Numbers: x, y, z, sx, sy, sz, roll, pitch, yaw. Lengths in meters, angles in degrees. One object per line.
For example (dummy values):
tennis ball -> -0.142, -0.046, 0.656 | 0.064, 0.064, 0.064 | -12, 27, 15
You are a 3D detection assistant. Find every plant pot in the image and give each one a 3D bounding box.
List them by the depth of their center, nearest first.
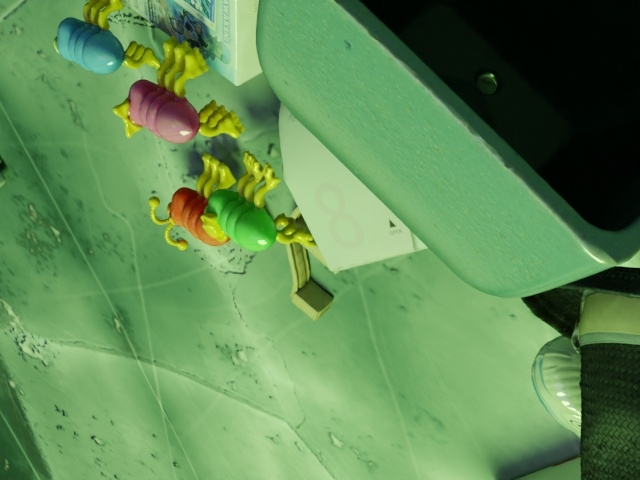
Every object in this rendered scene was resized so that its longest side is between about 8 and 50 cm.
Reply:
plant pot -> 0.111, -0.114, 0.876 | 0.248, 0.247, 0.252 | 45, 159, 2

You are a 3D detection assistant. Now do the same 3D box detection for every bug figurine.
bug figurine -> -0.120, -0.077, 1.207 | 0.216, 0.072, 0.279 | 27, 153, 55

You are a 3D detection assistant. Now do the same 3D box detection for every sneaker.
sneaker -> 0.267, 0.147, 1.105 | 0.237, 0.085, 0.086 | 35, 177, 6

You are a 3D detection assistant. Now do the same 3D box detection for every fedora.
fedora -> 0.254, 0.127, 0.897 | 0.334, 0.152, 0.334 | 15, 172, 2

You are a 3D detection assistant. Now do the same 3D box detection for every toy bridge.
toy bridge -> 0.000, 0.000, 1.266 | 0.063, 0.026, 0.188 | 41, 144, 12

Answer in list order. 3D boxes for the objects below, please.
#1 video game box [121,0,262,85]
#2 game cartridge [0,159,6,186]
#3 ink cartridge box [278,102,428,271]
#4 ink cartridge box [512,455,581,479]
video game box -> -0.109, -0.246, 1.100 | 0.187, 0.048, 0.205 | 40, 146, 30
game cartridge -> -0.476, -0.142, 1.594 | 0.294, 0.060, 0.196 | 51, 148, -7
ink cartridge box -> 0.030, -0.101, 1.090 | 0.189, 0.066, 0.232 | -16, 108, 51
ink cartridge box -> 0.265, 0.324, 1.230 | 0.283, 0.117, 0.207 | 49, 144, -3
